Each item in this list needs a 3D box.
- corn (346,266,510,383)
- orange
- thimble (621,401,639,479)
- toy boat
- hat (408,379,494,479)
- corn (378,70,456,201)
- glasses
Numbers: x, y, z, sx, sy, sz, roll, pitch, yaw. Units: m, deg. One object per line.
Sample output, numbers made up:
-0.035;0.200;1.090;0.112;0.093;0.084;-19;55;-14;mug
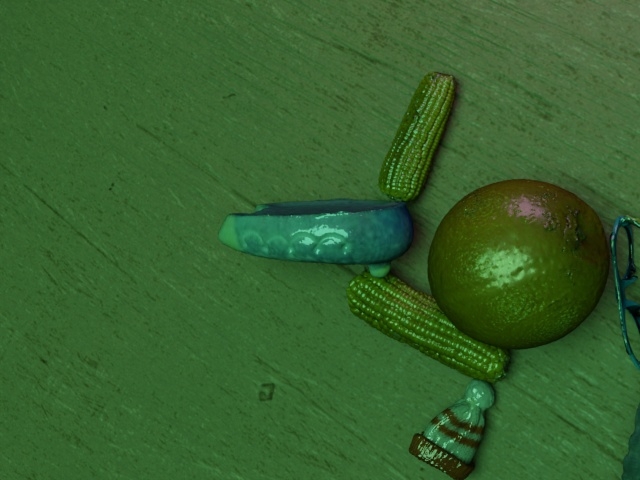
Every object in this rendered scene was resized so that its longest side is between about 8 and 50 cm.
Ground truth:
0.178;0.139;1.833;0.313;0.102;0.102;26;99;25;corn
0.300;0.036;1.683;0.274;0.274;0.274;-2;86;26;orange
0.542;0.286;1.591;0.172;0.205;0.236;20;111;30;thimble
0.000;0.000;1.873;0.330;0.215;0.123;0;98;21;toy boat
0.228;0.299;1.806;0.112;0.093;0.162;31;95;-2;hat
0.164;-0.176;1.871;0.080;0.080;0.231;23;98;26;corn
0.536;0.076;1.683;0.207;0.102;0.239;-3;84;-1;glasses
